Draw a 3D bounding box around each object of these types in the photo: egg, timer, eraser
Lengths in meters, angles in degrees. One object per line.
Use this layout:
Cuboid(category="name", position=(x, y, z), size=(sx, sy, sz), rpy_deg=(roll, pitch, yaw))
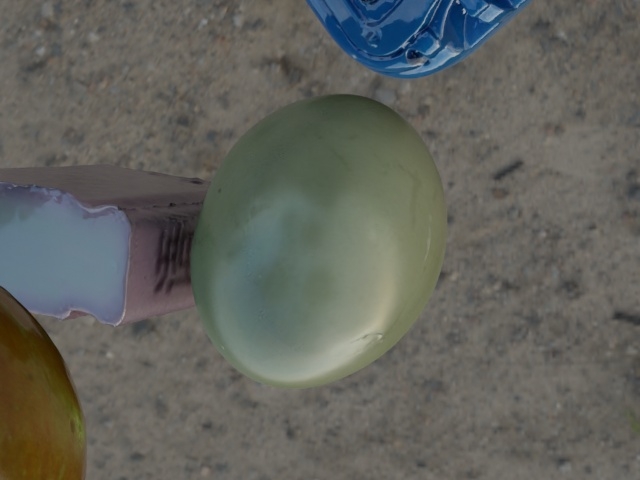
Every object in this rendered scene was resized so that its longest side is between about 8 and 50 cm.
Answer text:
Cuboid(category="egg", position=(0.000, 0.000, 1.066), size=(0.219, 0.219, 0.269), rpy_deg=(23, 83, -8))
Cuboid(category="timer", position=(0.086, -0.333, 1.127), size=(0.309, 0.115, 0.340), rpy_deg=(55, 133, 5))
Cuboid(category="eraser", position=(-0.218, -0.006, 1.237), size=(0.272, 0.359, 0.122), rpy_deg=(8, 96, 21))

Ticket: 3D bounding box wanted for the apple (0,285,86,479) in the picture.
Cuboid(category="apple", position=(-0.250, 0.116, 0.683), size=(0.237, 0.207, 0.237), rpy_deg=(-18, 148, -12))
